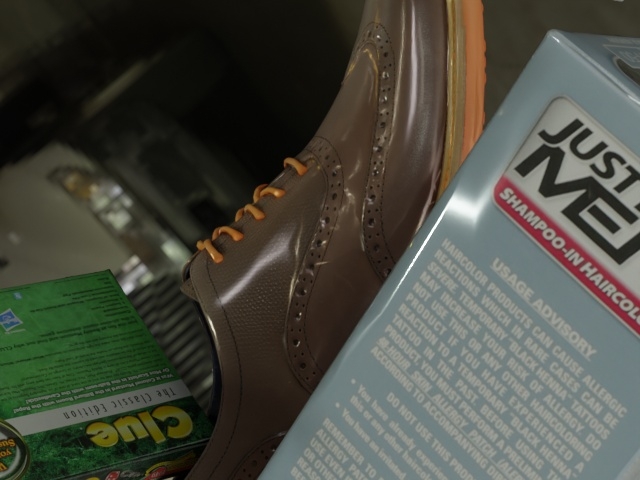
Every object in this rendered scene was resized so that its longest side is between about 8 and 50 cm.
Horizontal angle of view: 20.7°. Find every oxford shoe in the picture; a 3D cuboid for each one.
[{"bbox_3d":[0.000,0.000,0.916,0.132,0.364,0.130,13,176,-5],"label":"oxford shoe"}]

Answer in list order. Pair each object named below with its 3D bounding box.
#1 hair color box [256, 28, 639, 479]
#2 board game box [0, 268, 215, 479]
[{"bbox_3d":[0.071,0.105,0.663,0.113,0.374,0.185,46,-152,26],"label":"hair color box"},{"bbox_3d":[-0.191,0.087,0.890,0.136,0.259,0.030,51,135,34],"label":"board game box"}]
